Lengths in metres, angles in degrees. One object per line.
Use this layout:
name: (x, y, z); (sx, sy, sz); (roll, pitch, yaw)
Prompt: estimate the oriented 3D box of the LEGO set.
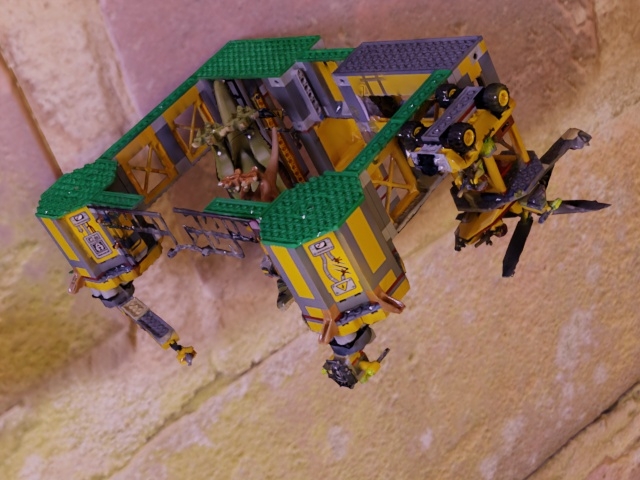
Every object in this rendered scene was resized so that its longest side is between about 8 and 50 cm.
LEGO set: (0.000, 0.000, 0.759); (0.255, 0.331, 0.192); (-54, 128, -36)
